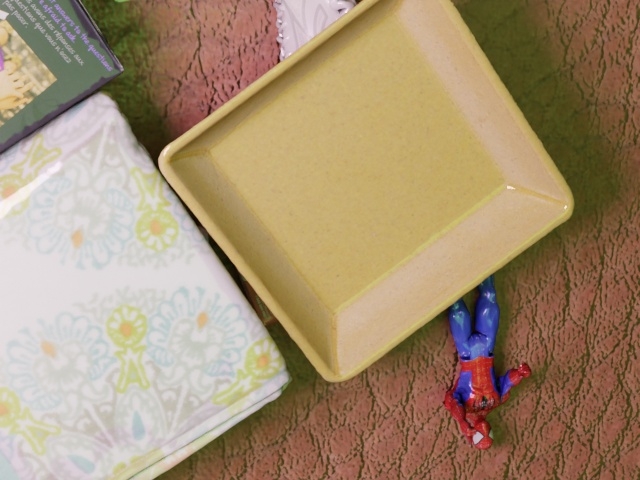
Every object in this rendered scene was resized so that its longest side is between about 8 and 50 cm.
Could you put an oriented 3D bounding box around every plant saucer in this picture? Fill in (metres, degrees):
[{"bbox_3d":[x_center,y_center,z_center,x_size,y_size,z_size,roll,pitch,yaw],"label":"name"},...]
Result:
[{"bbox_3d":[0.048,-0.069,1.470,0.333,0.081,0.333,-37,114,0],"label":"plant saucer"}]

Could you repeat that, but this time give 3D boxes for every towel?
[{"bbox_3d":[-0.248,0.086,1.430,0.320,0.090,0.374,-34,104,-4],"label":"towel"}]

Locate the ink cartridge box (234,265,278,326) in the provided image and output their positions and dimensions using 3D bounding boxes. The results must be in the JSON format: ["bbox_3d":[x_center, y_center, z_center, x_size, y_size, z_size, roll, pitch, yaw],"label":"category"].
[{"bbox_3d":[0.000,0.000,1.569,0.198,0.067,0.115,-23,107,-6],"label":"ink cartridge box"}]

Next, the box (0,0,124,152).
[{"bbox_3d":[-0.350,-0.159,1.400,0.270,0.165,0.143,-34,106,-5],"label":"box"}]

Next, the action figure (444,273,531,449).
[{"bbox_3d":[0.187,0.121,1.608,0.091,0.139,0.280,-9,106,-10],"label":"action figure"}]

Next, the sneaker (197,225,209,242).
[{"bbox_3d":[-0.236,0.066,1.515,0.151,0.094,0.256,34,91,-15],"label":"sneaker"}]

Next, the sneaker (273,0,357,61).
[{"bbox_3d":[-0.004,-0.213,1.508,0.118,0.110,0.292,-31,107,4],"label":"sneaker"}]
